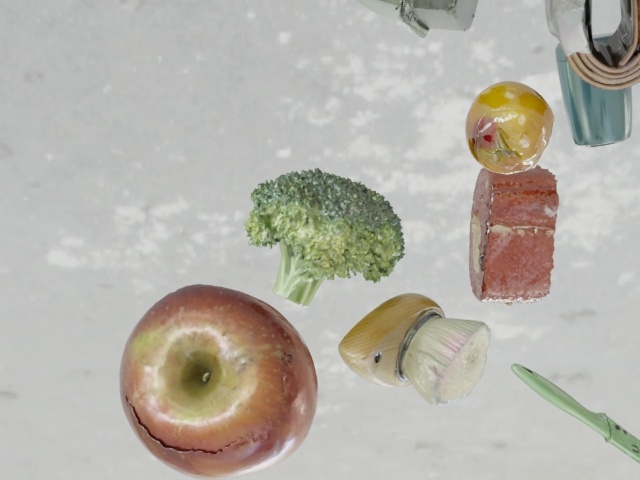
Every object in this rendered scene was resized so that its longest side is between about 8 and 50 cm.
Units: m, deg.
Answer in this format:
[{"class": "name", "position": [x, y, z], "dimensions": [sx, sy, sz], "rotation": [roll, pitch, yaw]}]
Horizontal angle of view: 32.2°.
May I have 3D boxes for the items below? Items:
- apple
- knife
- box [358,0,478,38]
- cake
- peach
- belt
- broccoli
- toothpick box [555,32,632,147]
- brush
[{"class": "apple", "position": [-0.133, 0.191, 1.470], "dimensions": [0.272, 0.251, 0.206], "rotation": [9, 165, 18]}, {"class": "knife", "position": [0.375, 0.245, 1.494], "dimensions": [0.293, 0.043, 0.020], "rotation": [35, 127, -8]}, {"class": "box", "position": [0.157, -0.424, 1.659], "dimensions": [0.166, 0.220, 0.290], "rotation": [17, -173, 12]}, {"class": "cake", "position": [0.371, -0.015, 2.151], "dimensions": [0.151, 0.282, 0.177], "rotation": [1, -169, 2]}, {"class": "peach", "position": [0.281, -0.173, 1.662], "dimensions": [0.138, 0.138, 0.138], "rotation": [-1, 148, 0]}, {"class": "belt", "position": [0.414, -0.349, 1.585], "dimensions": [0.184, 0.105, 0.261], "rotation": [-8, 128, 11]}, {"class": "broccoli", "position": [0.002, -0.016, 2.032], "dimensions": [0.288, 0.260, 0.235], "rotation": [24, 155, 22]}, {"class": "toothpick box", "position": [0.467, -0.252, 1.870], "dimensions": [0.120, 0.184, 0.120], "rotation": [-10, -169, 2]}, {"class": "brush", "position": [0.163, 0.201, 1.950], "dimensions": [0.267, 0.166, 0.174], "rotation": [-8, 118, -48]}]
